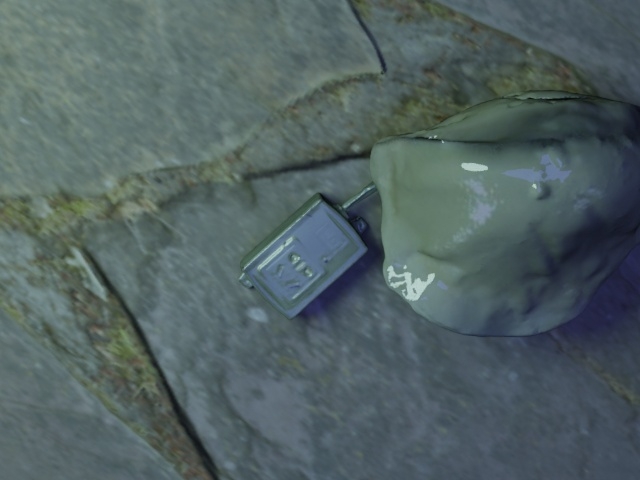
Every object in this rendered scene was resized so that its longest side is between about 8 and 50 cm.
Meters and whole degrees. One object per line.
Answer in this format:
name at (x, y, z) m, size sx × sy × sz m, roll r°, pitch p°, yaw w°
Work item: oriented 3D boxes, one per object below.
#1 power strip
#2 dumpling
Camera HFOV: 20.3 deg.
power strip at (0.000, 0.000, 1.750) m, size 0.175 × 0.042 × 0.075 m, roll -43°, pitch 101°, yaw 5°
dumpling at (0.209, -0.022, 1.690) m, size 0.318 × 0.187 × 0.243 m, roll -2°, pitch 99°, yaw -8°
